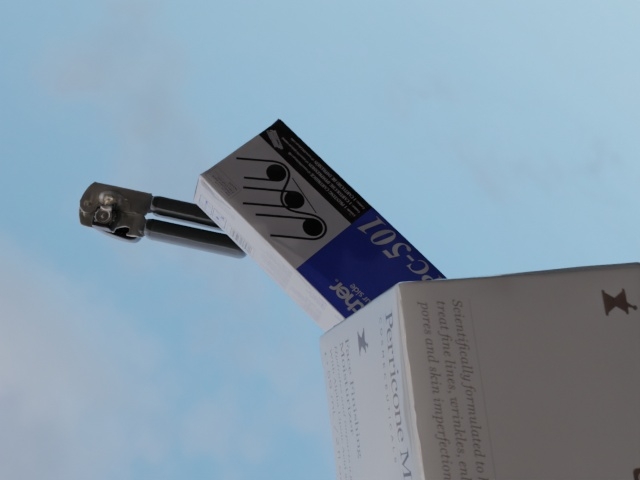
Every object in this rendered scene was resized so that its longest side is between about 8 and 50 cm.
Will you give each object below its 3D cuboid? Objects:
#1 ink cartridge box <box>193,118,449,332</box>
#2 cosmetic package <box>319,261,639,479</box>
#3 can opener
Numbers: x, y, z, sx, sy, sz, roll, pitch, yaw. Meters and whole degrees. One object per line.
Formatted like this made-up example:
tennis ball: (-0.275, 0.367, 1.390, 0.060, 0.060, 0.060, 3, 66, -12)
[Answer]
ink cartridge box: (0.000, 0.000, 0.957, 0.207, 0.046, 0.097, 45, -120, 12)
cosmetic package: (0.098, 0.109, 0.678, 0.151, 0.183, 0.151, -4, -104, -15)
can opener: (-0.243, -0.026, 1.802, 0.283, 0.095, 0.076, 12, -105, 6)
